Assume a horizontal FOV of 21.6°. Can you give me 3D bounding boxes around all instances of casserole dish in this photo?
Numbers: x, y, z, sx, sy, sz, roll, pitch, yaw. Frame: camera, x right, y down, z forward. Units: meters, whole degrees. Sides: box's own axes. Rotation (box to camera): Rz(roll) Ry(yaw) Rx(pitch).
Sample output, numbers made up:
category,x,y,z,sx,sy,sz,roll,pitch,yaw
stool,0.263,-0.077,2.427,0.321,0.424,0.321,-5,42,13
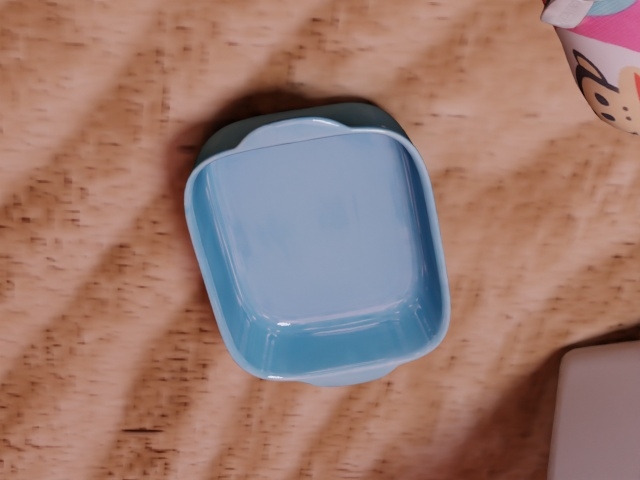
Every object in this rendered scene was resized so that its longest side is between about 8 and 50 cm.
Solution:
category,x,y,z,sx,sy,sz,roll,pitch,yaw
casserole dish,0.000,0.000,0.802,0.114,0.037,0.188,-9,136,4

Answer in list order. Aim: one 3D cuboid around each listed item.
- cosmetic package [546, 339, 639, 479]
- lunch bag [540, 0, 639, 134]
category,x,y,z,sx,sy,sz,roll,pitch,yaw
cosmetic package,0.338,0.246,0.823,0.394,0.329,0.327,-9,141,31
lunch bag,0.194,-0.143,0.497,0.293,0.258,0.120,-16,136,20
